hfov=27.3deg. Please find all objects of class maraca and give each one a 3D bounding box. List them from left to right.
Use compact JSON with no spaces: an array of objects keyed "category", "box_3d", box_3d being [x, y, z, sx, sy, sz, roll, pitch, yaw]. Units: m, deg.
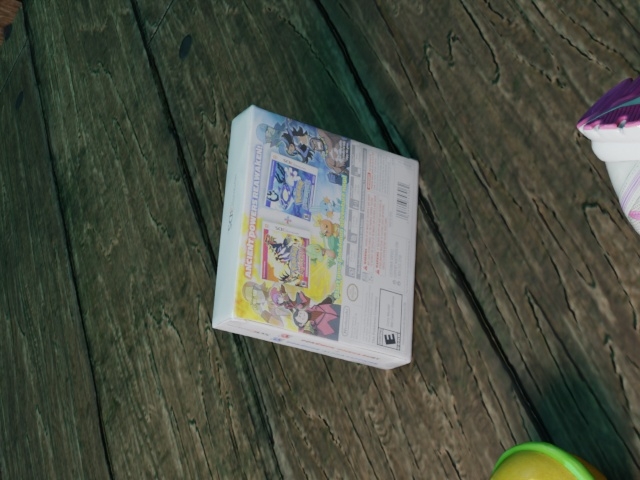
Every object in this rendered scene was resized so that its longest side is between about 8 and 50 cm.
[{"category":"maraca","box_3d":[0.166,0.228,0.899,0.127,0.099,0.186,-17,87,59]}]

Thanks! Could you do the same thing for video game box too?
[{"category":"video game box","box_3d":[0.000,0.000,1.195,0.048,0.187,0.205,-26,53,51]}]

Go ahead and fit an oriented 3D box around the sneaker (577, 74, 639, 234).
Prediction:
[{"category":"sneaker","box_3d":[0.294,-0.050,0.835,0.252,0.111,0.103,3,34,43]}]
